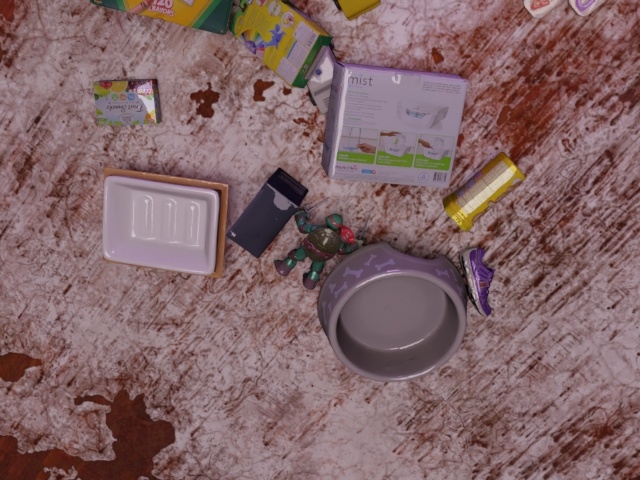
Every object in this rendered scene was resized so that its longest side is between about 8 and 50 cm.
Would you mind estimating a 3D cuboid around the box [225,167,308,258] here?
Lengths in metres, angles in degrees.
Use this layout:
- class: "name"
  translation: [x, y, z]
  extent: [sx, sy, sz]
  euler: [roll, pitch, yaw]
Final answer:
- class: "box"
  translation: [-0.116, -0.064, 1.617]
  extent: [0.093, 0.158, 0.156]
  euler: [38, 109, -5]

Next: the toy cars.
- class: "toy cars"
  translation: [0.024, -0.457, 1.515]
  extent: [0.177, 0.087, 0.393]
  euler: [15, 108, 3]

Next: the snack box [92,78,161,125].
- class: "snack box"
  translation: [-0.439, -0.314, 1.648]
  extent: [0.141, 0.037, 0.100]
  euler: [0, 108, 8]

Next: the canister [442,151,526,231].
- class: "canister"
  translation: [0.351, -0.107, 1.557]
  extent: [0.170, 0.126, 0.073]
  euler: [-42, 97, 15]

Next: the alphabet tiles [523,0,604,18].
- class: "alphabet tiles"
  translation: [0.493, -0.598, 1.442]
  extent: [0.278, 0.021, 0.284]
  euler: [-39, 99, 17]

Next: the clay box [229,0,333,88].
- class: "clay box"
  translation: [-0.089, -0.433, 1.513]
  extent: [0.222, 0.053, 0.127]
  euler: [46, 119, 24]

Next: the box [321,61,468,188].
- class: "box"
  translation: [0.149, -0.241, 1.509]
  extent: [0.262, 0.127, 0.231]
  euler: [3, 108, -10]

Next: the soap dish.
- class: "soap dish"
  translation: [-0.354, -0.046, 1.677]
  extent: [0.291, 0.118, 0.228]
  euler: [8, 108, 5]

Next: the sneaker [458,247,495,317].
- class: "sneaker"
  translation: [0.369, 0.097, 1.650]
  extent: [0.071, 0.068, 0.169]
  euler: [-16, 107, 1]

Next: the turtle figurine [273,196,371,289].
- class: "turtle figurine"
  translation: [0.000, 0.000, 1.648]
  extent: [0.175, 0.118, 0.234]
  euler: [37, 116, 1]

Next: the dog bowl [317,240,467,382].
- class: "dog bowl"
  translation: [0.168, 0.173, 1.634]
  extent: [0.349, 0.102, 0.348]
  euler: [-1, 120, -2]

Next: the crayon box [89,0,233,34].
- class: "crayon box"
  translation: [-0.318, -0.539, 1.486]
  extent: [0.279, 0.081, 0.165]
  euler: [8, 109, -21]
